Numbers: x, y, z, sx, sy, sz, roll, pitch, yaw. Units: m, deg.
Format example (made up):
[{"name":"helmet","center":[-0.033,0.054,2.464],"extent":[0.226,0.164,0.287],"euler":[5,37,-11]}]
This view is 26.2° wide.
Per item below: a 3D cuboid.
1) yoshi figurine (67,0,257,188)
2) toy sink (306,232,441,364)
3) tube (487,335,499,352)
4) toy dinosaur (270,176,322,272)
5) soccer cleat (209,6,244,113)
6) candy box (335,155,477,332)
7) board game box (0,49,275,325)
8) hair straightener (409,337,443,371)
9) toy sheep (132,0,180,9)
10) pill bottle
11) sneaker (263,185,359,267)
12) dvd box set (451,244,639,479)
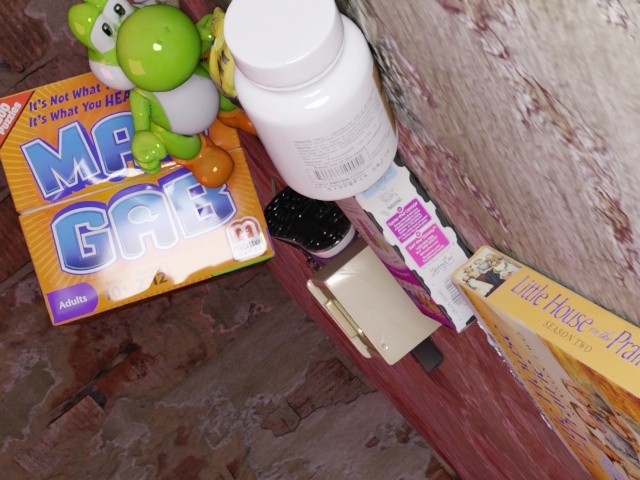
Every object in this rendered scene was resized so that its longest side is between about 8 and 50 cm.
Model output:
[{"name":"yoshi figurine","center":[-0.188,-0.207,1.835],"extent":[0.362,0.203,0.203],"euler":[43,-144,-52]},{"name":"toy sink","center":[0.077,0.080,1.987],"extent":[0.153,0.131,0.234],"euler":[52,174,-6]},{"name":"tube","center":[0.265,0.161,1.545],"extent":[0.207,0.052,0.080],"euler":[47,-170,-26]},{"name":"toy dinosaur","center":[-0.023,-0.005,2.560],"extent":[0.268,0.064,0.118],"euler":[54,180,-1]},{"name":"soccer cleat","center":[-0.097,-0.228,1.624],"extent":[0.121,0.093,0.289],"euler":[57,173,0]},{"name":"candy box","center":[0.096,-0.012,1.590],"extent":[0.233,0.071,0.159],"euler":[51,174,-12]},{"name":"board game box","center":[-0.302,-0.080,2.252],"extent":[0.356,0.356,0.356],"euler":[144,108,-84]},{"name":"hair straightener","center":[0.145,0.135,2.281],"extent":[0.230,0.047,0.089],"euler":[60,170,-31]},{"name":"toy sheep","center":[-0.226,-0.356,1.840],"extent":[0.132,0.091,0.091],"euler":[66,170,-13]},{"name":"pill bottle","center":[-0.010,-0.144,1.292],"extent":[0.131,0.131,0.229],"euler":[47,173,29]},{"name":"sneaker","center":[0.000,0.000,2.230],"extent":[0.124,0.107,0.283],"euler":[47,176,-30]},{"name":"dvd box set","center":[0.302,0.180,1.289],"extent":[0.307,0.062,0.420],"euler":[54,173,-24]}]
